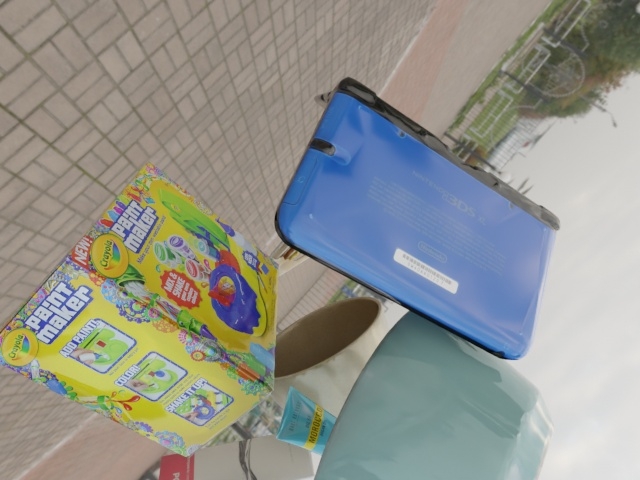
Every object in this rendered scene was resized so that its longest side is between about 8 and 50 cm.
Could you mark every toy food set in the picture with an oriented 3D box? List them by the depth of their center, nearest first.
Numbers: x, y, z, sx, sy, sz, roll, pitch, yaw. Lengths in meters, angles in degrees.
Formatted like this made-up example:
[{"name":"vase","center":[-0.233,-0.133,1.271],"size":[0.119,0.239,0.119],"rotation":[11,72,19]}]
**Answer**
[{"name":"toy food set","center":[0.000,0.000,1.131],"size":[0.220,0.092,0.306],"rotation":[-31,174,-28]}]

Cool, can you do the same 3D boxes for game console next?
[{"name":"game console","center":[0.099,-0.034,0.499],"size":[0.250,0.293,0.173],"rotation":[-67,-165,-20]}]

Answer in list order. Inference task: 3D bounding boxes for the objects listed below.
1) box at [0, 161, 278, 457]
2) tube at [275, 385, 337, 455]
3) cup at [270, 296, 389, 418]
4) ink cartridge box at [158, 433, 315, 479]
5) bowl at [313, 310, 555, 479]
[{"name":"box","center":[-0.220,0.084,0.615],"size":[0.177,0.279,0.290],"rotation":[-42,-155,18]},{"name":"tube","center":[0.018,0.317,0.694],"size":[0.052,0.207,0.080],"rotation":[-36,-153,37]},{"name":"cup","center":[0.041,0.315,1.009],"size":[0.331,0.236,0.331],"rotation":[-26,-170,5]},{"name":"ink cartridge box","center":[-0.152,0.503,0.839],"size":[0.117,0.283,0.207],"rotation":[-118,-155,-62]},{"name":"bowl","center":[0.139,0.241,0.471],"size":[0.312,0.163,0.311],"rotation":[-32,133,-43]}]
